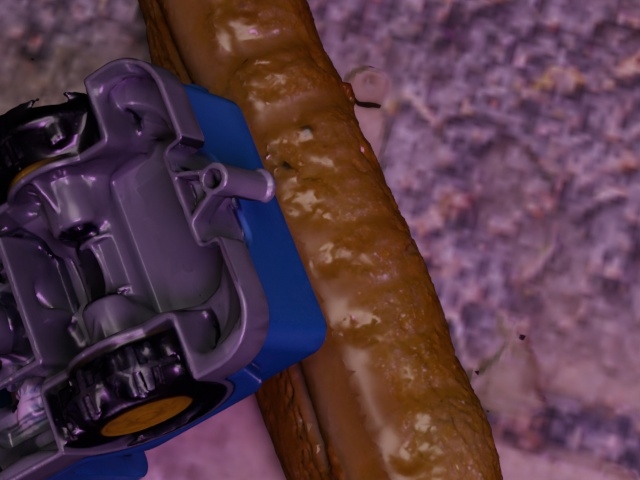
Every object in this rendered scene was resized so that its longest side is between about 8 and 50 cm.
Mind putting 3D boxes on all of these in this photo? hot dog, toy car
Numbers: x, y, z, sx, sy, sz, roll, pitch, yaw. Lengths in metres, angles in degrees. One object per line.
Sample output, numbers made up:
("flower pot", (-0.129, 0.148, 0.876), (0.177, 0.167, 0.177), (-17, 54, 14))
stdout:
("hot dog", (-0.003, 0.000, 0.574), (0.061, 0.088, 0.285), (-16, 74, -13))
("toy car", (-0.081, 0.028, 0.545), (0.191, 0.100, 0.097), (-30, 70, 23))
